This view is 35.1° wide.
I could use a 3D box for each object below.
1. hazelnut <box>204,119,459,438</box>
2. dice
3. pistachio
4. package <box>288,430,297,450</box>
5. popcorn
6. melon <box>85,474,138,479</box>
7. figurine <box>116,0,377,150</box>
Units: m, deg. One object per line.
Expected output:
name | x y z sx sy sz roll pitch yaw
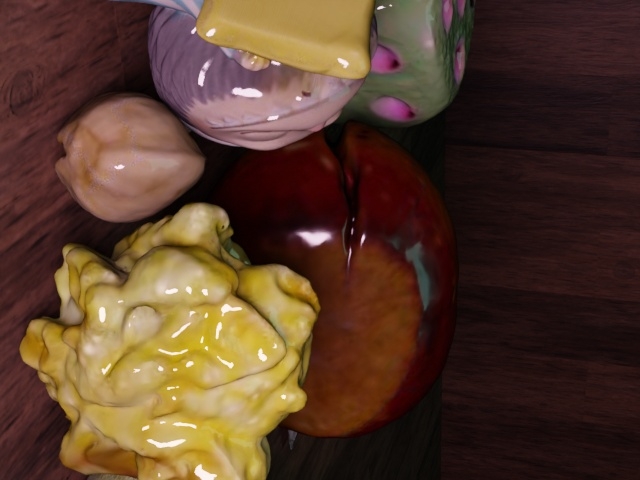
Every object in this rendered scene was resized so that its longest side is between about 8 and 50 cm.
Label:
hazelnut | -0.004 0.056 1.395 0.402 0.402 0.429 -57 137 -57
dice | 0.052 -0.371 1.483 0.330 0.322 0.318 57 42 -62
pistachio | -0.200 -0.086 1.065 0.238 0.153 0.137 -156 -99 -80
package | -0.041 0.278 1.906 0.171 0.027 0.173 -64 158 -50
popcorn | -0.152 0.105 1.036 0.312 0.312 0.312 6 90 -74
melon | -0.219 0.303 1.151 0.167 0.114 0.114 -62 155 -25
figurine | -0.144 -0.214 1.127 0.377 0.361 0.266 -53 -168 52
